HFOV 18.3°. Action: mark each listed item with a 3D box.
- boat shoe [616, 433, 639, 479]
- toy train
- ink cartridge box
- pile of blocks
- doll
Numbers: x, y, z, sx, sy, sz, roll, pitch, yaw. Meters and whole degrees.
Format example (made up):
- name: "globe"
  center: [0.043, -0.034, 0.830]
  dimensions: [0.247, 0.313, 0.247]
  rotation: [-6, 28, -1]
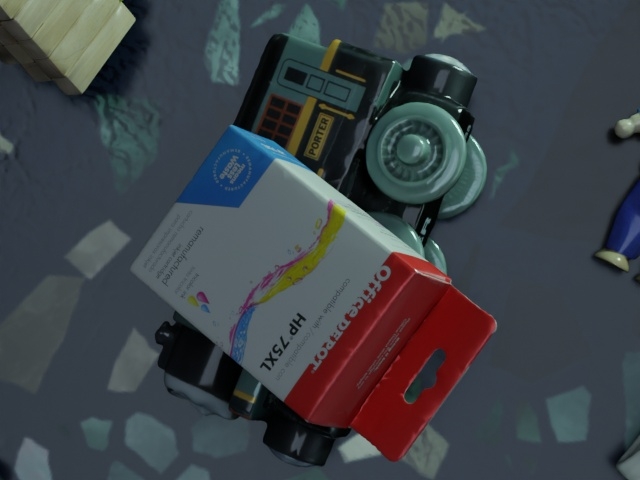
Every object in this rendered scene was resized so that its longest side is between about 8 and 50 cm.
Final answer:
- name: "boat shoe"
  center: [0.325, 0.088, 1.529]
  dimensions: [0.088, 0.096, 0.267]
  rotation: [34, 98, -1]
- name: "toy train"
  center: [0.000, 0.000, 1.531]
  dimensions: [0.190, 0.142, 0.334]
  rotation: [22, 91, 16]
- name: "ink cartridge box"
  center: [-0.006, 0.039, 1.415]
  dimensions: [0.231, 0.078, 0.134]
  rotation: [38, 98, 23]
- name: "pile of blocks"
  center: [-0.199, -0.292, 1.575]
  dimensions: [0.112, 0.149, 0.362]
  rotation: [1, 75, 45]
- name: "doll"
  center: [0.285, -0.057, 1.556]
  dimensions: [0.129, 0.046, 0.189]
  rotation: [30, 89, 0]
